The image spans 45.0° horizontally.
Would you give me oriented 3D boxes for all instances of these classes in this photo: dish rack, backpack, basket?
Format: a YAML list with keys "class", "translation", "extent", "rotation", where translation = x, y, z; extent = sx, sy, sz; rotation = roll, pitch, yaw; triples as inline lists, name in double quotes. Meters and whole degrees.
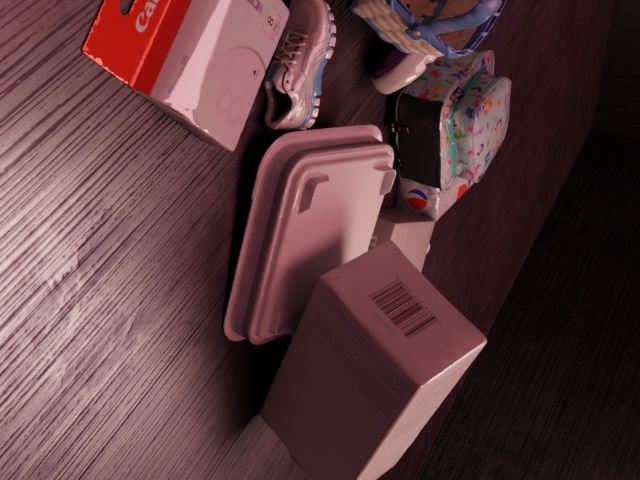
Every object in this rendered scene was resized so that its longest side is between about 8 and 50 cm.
- class: "dish rack"
  translation: [0.000, 0.000, 1.153]
  extent: [0.285, 0.072, 0.333]
  rotation: [-16, 129, -50]
- class: "backpack"
  translation: [0.257, -0.247, 1.473]
  extent: [0.254, 0.191, 0.225]
  rotation: [-60, 153, -34]
- class: "basket"
  translation: [0.192, -0.391, 1.079]
  extent: [0.201, 0.289, 0.255]
  rotation: [33, 80, -20]

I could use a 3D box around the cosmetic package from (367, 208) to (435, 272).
- class: "cosmetic package"
  translation: [0.127, 0.009, 1.473]
  extent: [0.238, 0.107, 0.127]
  rotation: [-4, 111, -67]

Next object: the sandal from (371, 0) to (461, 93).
- class: "sandal"
  translation: [0.202, -0.422, 1.305]
  extent: [0.102, 0.169, 0.416]
  rotation: [42, 62, -20]

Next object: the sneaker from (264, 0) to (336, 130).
- class: "sneaker"
  translation: [-0.035, -0.229, 1.004]
  extent: [0.083, 0.071, 0.191]
  rotation: [-24, 128, -51]

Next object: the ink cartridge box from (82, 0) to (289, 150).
- class: "ink cartridge box"
  translation: [-0.129, -0.224, 0.827]
  extent: [0.189, 0.066, 0.232]
  rotation: [-68, 160, -6]

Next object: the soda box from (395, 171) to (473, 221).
- class: "soda box"
  translation: [0.265, -0.146, 1.653]
  extent: [0.286, 0.098, 0.091]
  rotation: [-40, 141, -50]

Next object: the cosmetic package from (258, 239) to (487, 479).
- class: "cosmetic package"
  translation: [0.062, 0.217, 1.183]
  extent: [0.156, 0.217, 0.385]
  rotation: [-26, 153, -36]
